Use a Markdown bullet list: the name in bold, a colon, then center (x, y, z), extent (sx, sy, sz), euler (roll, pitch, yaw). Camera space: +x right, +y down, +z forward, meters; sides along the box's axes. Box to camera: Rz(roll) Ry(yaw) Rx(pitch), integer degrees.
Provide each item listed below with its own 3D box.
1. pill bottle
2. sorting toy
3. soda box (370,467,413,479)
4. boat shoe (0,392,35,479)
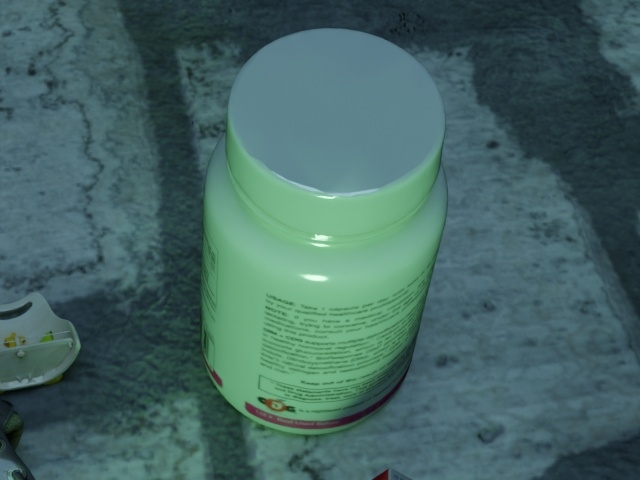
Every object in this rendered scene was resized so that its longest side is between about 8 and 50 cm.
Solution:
- **pill bottle**: center (0.000, 0.000, 1.058), extent (0.160, 0.283, 0.160), euler (2, 56, -4)
- **sorting toy**: center (-0.223, 0.068, 1.140), extent (0.083, 0.045, 0.075), euler (-9, 48, -16)
- **soda box**: center (0.050, 0.277, 0.950), extent (0.092, 0.083, 0.263), euler (31, 37, -28)
- **boat shoe**: center (-0.244, 0.143, 1.055), extent (0.092, 0.103, 0.285), euler (-19, 58, -29)
